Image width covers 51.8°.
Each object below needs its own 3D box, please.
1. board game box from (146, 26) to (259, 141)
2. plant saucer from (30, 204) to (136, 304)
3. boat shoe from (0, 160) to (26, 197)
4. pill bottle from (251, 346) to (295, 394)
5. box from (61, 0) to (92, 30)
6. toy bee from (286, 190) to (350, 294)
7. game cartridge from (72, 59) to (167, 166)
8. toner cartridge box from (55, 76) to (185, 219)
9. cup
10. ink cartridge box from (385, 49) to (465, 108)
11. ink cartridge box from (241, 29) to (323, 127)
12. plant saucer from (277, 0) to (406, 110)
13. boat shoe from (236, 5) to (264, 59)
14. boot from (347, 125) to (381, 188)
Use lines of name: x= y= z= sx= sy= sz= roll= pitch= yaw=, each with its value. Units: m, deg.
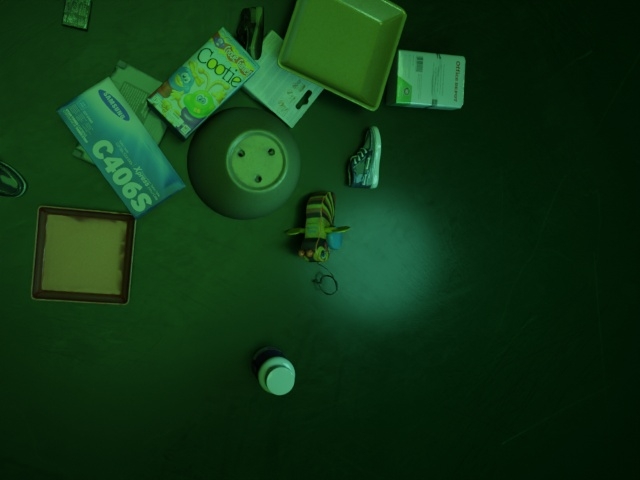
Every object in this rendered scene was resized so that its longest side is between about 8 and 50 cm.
board game box: x=-0.317 y=-0.414 z=1.770 sx=0.275 sy=0.144 sz=0.142 roll=-46 pitch=103 yaw=-7
plant saucer: x=-0.652 y=0.042 z=1.823 sx=0.258 sy=0.048 sz=0.259 roll=5 pitch=93 yaw=-15
boat shoe: x=-0.897 y=-0.195 z=1.720 sx=0.254 sy=0.079 sz=0.095 roll=37 pitch=85 yaw=-15
pill bottle: x=-0.135 y=0.382 z=1.915 sx=0.108 sy=0.193 sz=0.108 roll=-1 pitch=95 yaw=-15
box: x=-0.658 y=-0.616 z=1.778 sx=0.067 sy=0.018 sz=0.083 roll=8 pitch=93 yaw=-15
toy bee: x=0.000 y=0.000 z=1.918 sx=0.195 sy=0.162 sz=0.298 roll=-26 pitch=78 yaw=25
game cartridge: x=-0.530 y=-0.322 z=1.822 sx=0.196 sy=0.060 sz=0.294 roll=27 pitch=88 yaw=-12
toner cartridge box: x=-0.529 y=-0.242 z=1.765 sx=0.165 sy=0.075 sz=0.348 roll=-37 pitch=103 yaw=-11
cup: x=-0.195 y=-0.217 z=1.826 sx=0.331 sy=0.237 sz=0.331 roll=-1 pitch=94 yaw=-15
ink cartridge box: x=0.320 y=-0.486 z=2.013 sx=0.219 sy=0.092 sz=0.160 roll=2 pitch=95 yaw=-15
ink cartridge box: x=-0.119 y=-0.467 z=1.923 sx=0.225 sy=0.056 sz=0.181 roll=40 pitch=84 yaw=-20
plant saucer: x=0.055 y=-0.580 z=1.915 sx=0.333 sy=0.081 sz=0.332 roll=20 pitch=81 yaw=-22
boat shoe: x=-0.198 y=-0.577 z=1.833 sx=0.073 sy=0.223 sz=0.080 roll=1 pitch=140 yaw=1
boot: x=0.130 y=-0.251 z=1.994 sx=0.086 sy=0.069 sz=0.190 roll=-1 pitch=97 yaw=-18
